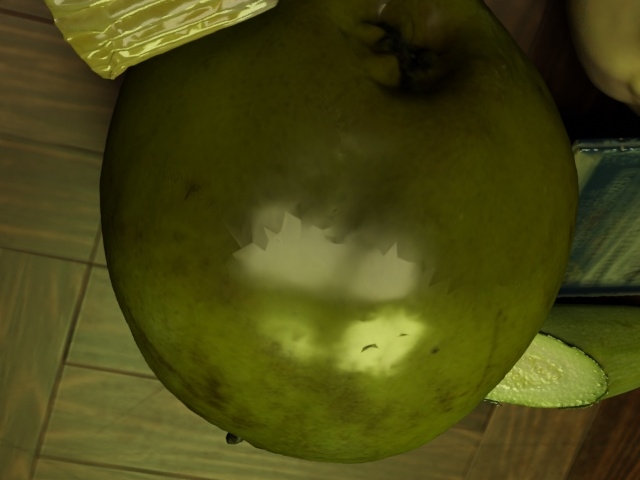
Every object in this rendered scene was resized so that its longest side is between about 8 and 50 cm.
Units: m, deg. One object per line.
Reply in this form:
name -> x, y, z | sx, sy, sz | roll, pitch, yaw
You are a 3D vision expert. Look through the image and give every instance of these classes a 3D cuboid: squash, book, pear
squash -> 0.201, 0.081, 1.099 | 0.200, 0.075, 0.090 | -3, 115, -10
book -> 0.292, -0.015, 1.026 | 0.322, 0.018, 0.228 | -1, 154, -12
pear -> 0.000, 0.000, 0.912 | 0.287, 0.287, 0.375 | 10, 130, -17

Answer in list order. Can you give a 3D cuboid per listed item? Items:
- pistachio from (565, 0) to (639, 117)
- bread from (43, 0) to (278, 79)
pistachio -> 0.262, -0.202, 0.909 | 0.187, 0.187, 0.299 | 14, 110, -18
bread -> -0.092, -0.209, 0.779 | 0.133, 0.250, 0.179 | -18, 129, 5
